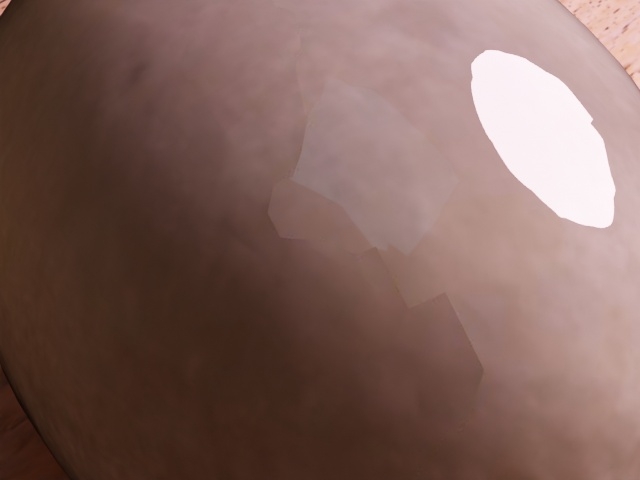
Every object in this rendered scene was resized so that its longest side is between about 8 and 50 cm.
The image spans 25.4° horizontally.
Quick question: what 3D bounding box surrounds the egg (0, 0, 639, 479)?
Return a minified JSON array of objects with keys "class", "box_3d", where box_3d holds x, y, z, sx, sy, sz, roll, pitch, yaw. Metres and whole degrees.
[{"class":"egg","box_3d":[0.000,0.000,0.548,0.259,0.258,0.352,-18,47,-19]}]
